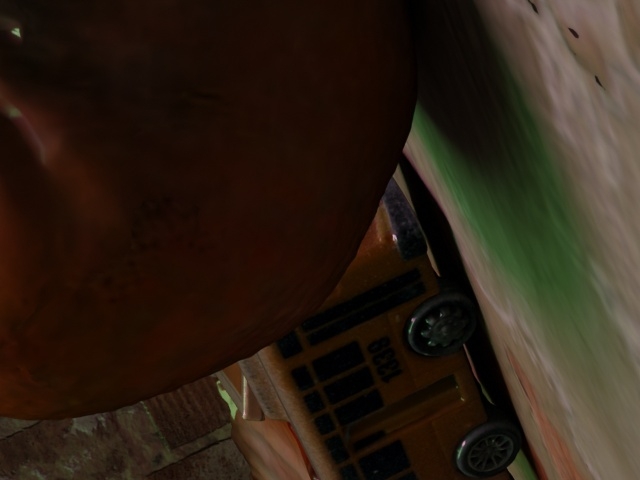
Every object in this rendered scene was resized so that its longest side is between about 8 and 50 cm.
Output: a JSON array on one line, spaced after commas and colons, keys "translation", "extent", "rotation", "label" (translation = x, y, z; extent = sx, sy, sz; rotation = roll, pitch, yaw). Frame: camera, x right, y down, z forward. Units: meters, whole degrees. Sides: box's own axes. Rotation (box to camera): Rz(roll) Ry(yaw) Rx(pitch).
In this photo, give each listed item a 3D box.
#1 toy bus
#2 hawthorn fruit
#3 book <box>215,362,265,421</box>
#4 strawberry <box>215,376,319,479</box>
[{"translation": [0.018, 0.052, 0.631], "extent": [0.091, 0.103, 0.182], "rotation": [-119, 5, -51], "label": "toy bus"}, {"translation": [-0.051, -0.045, 0.422], "extent": [0.251, 0.199, 0.199], "rotation": [10, -129, -63], "label": "hawthorn fruit"}, {"translation": [-0.048, -0.033, 0.785], "extent": [0.170, 0.018, 0.241], "rotation": [-155, 66, -77], "label": "book"}, {"translation": [0.042, 0.157, 0.983], "extent": [0.336, 0.149, 0.265], "rotation": [32, 142, 66], "label": "strawberry"}]
